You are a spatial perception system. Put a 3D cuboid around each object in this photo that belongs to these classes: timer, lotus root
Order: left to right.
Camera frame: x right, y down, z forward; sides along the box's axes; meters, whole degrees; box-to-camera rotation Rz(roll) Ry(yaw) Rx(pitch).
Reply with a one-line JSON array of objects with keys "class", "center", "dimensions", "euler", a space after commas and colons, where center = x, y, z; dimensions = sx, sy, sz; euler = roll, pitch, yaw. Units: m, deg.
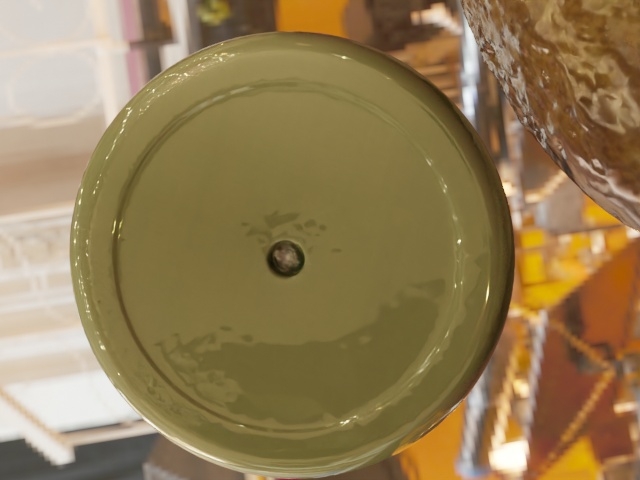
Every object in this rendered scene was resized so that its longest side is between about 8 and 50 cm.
[{"class": "timer", "center": [0.000, 0.000, 1.220], "dimensions": [0.315, 0.291, 0.290], "euler": [-28, -70, -80]}, {"class": "lotus root", "center": [0.070, -0.062, 0.364], "dimensions": [0.094, 0.108, 0.190], "euler": [-31, 54, 34]}]
